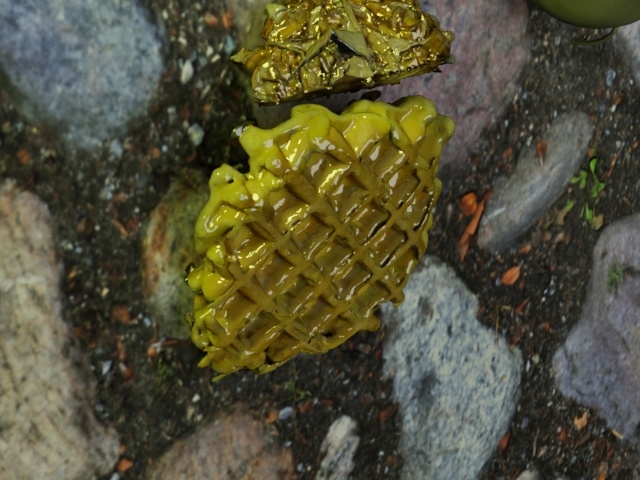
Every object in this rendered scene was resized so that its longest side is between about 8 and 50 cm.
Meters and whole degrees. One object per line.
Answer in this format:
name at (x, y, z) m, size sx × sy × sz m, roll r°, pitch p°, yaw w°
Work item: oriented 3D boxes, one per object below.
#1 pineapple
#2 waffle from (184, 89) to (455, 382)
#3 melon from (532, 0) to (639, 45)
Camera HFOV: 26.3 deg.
pineapple at (0.046, -0.253, 1.594) m, size 0.334 × 0.158 × 0.161 m, roll -12°, pitch 95°, yaw -33°
waffle at (0.000, 0.000, 1.650) m, size 0.382 × 0.095 × 0.380 m, roll -19°, pitch 135°, yaw -34°
melon at (0.359, -0.417, 1.780) m, size 0.308 × 0.272 × 0.272 m, roll 49°, pitch 69°, yaw -18°
